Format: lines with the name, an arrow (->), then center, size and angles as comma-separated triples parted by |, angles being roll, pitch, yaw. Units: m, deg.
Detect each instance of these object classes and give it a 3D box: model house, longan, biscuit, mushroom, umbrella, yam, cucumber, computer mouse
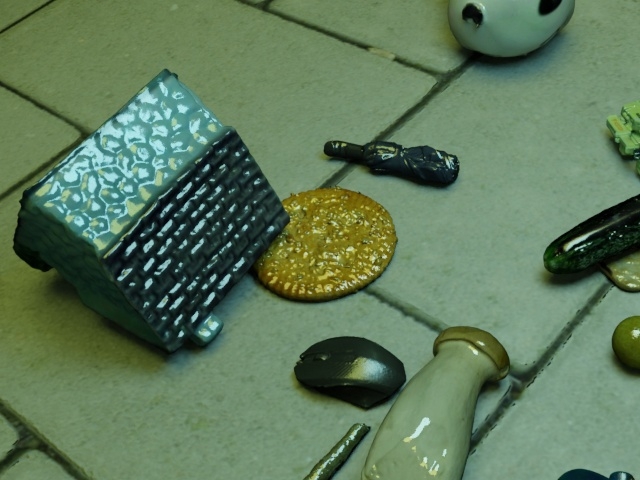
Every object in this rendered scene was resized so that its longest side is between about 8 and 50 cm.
model house -> -0.234, -0.026, 1.479 | 0.339, 0.297, 0.360 | 41, 60, -2
longan -> 0.444, 0.141, 1.289 | 0.083, 0.075, 0.075 | 12, 48, 1
biscuit -> 0.000, 0.000, 1.535 | 0.253, 0.035, 0.254 | -5, 46, 6
mushroom -> 0.144, 0.248, 1.213 | 0.128, 0.128, 0.350 | 16, 47, 24
umbrella -> 0.123, -0.150, 1.634 | 0.248, 0.071, 0.071 | 16, 52, 27
biscuit -> 0.454, 0.026, 1.431 | 0.071, 0.018, 0.147 | -23, 45, -14
yam -> 0.021, 0.288, 1.261 | 0.033, 0.027, 0.129 | 25, 55, 29
cucumber -> 0.441, -0.014, 1.409 | 0.241, 0.074, 0.074 | -23, 47, -11
computer mouse -> 0.039, 0.180, 1.339 | 0.172, 0.057, 0.099 | 6, 50, 21

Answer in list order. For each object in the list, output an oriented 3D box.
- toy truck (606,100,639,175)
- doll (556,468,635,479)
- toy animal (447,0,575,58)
toy truck -> 0.543, -0.165, 1.555 | 0.100, 0.077, 0.169 | -10, 47, -2
doll -> 0.386, 0.343, 1.027 | 0.321, 0.186, 0.199 | 4, 48, 19
toy animal -> 0.355, -0.485, 1.803 | 0.250, 0.251, 0.310 | -8, 39, 4
